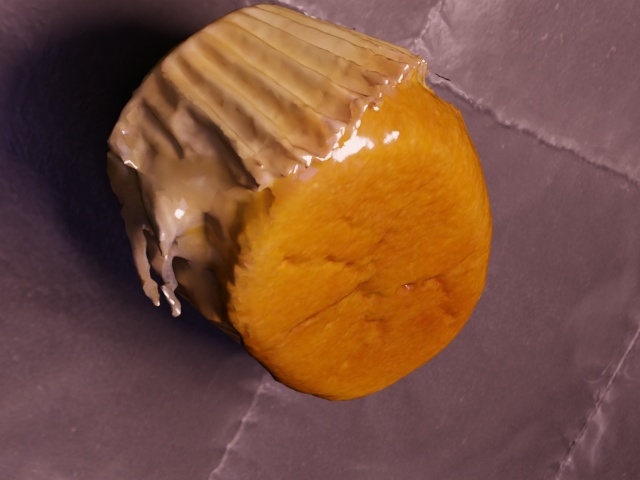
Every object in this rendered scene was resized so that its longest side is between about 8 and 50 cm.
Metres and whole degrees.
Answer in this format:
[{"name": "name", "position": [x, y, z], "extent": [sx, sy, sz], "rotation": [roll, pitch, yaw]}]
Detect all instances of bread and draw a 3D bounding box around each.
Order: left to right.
[{"name": "bread", "position": [0.008, -0.010, 0.698], "extent": [0.236, 0.183, 0.388], "rotation": [-50, 154, -5]}]

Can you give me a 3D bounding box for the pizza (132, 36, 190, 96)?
[{"name": "pizza", "position": [-0.067, -0.121, 0.744], "extent": [0.204, 0.080, 0.188], "rotation": [-51, 149, -3]}]
